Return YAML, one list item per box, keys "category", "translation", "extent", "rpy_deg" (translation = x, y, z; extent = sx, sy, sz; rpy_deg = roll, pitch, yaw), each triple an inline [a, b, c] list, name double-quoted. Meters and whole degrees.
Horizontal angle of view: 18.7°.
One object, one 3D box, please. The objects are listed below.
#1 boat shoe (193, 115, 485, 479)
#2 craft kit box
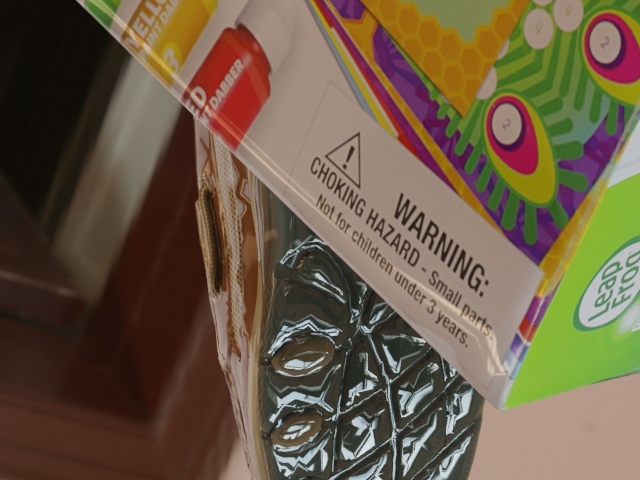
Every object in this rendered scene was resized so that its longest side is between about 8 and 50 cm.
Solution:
- category: "boat shoe"
  translation: [0.000, 0.000, 0.928]
  extent: [0.120, 0.122, 0.324]
  rpy_deg: [-172, -102, -65]
- category: "craft kit box"
  translation: [0.013, -0.141, 0.354]
  extent: [0.250, 0.061, 0.247]
  rpy_deg: [43, -56, 32]
